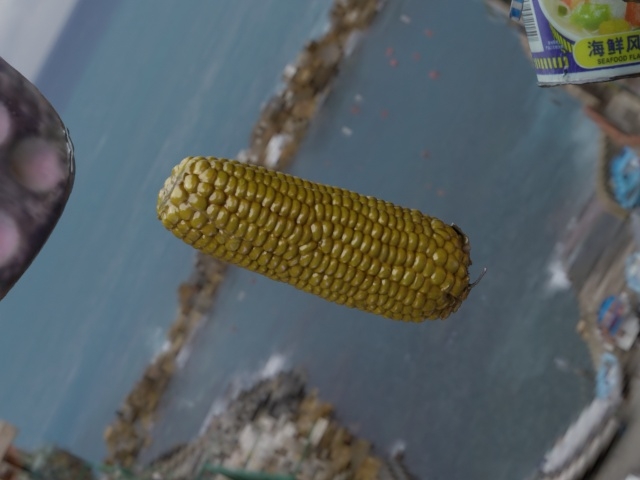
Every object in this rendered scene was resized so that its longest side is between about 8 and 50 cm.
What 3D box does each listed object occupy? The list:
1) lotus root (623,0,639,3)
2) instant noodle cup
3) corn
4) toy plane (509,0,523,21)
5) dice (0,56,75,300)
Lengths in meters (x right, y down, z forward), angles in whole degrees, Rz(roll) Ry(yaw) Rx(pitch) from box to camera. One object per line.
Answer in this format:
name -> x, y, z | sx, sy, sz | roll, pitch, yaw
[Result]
lotus root -> 0.298, -0.324, 1.390 | 0.077, 0.090, 0.183 | -123, 25, -60
instant noodle cup -> 0.350, -0.360, 1.794 | 0.284, 0.284, 0.313 | -145, 46, -77
corn -> 0.000, 0.000, 1.293 | 0.106, 0.305, 0.106 | -46, 35, 47
toy plane -> 0.267, -0.275, 1.332 | 0.107, 0.273, 0.182 | -60, -14, -44
dice -> -0.448, -0.055, 1.532 | 0.271, 0.270, 0.270 | -21, 36, 47
